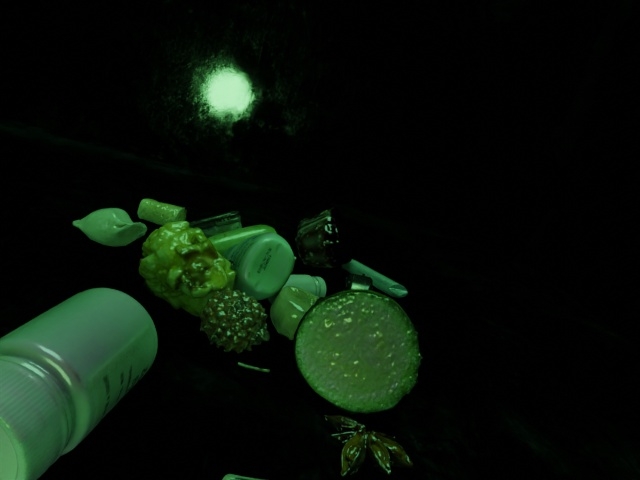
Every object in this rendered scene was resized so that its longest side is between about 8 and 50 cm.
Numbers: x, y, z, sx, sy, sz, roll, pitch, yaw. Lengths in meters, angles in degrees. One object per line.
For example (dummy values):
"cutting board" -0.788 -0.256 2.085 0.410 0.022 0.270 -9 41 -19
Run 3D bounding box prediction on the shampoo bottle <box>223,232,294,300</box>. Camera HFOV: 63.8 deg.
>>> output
"shampoo bottle" -0.217 0.080 1.639 0.151 0.222 0.349 30 -13 -21

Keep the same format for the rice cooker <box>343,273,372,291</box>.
"rice cooker" 0.135 0.182 1.863 0.106 0.112 0.165 9 16 -3

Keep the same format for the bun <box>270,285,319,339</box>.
"bun" -0.054 0.228 1.507 0.193 0.128 0.178 26 15 -9

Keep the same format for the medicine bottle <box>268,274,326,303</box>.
"medicine bottle" -0.080 0.165 1.720 0.186 0.103 0.102 4 20 -38

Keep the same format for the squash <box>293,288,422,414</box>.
"squash" 0.118 0.239 1.334 0.310 0.310 0.309 20 14 10

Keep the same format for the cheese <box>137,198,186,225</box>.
"cheese" -0.644 -0.112 2.093 0.167 0.094 0.123 18 18 5

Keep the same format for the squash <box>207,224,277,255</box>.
"squash" -0.331 0.024 1.867 0.370 0.118 0.118 -15 29 -22

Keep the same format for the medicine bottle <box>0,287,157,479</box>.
"medicine bottle" -0.458 0.242 0.882 0.219 0.219 0.388 17 16 2

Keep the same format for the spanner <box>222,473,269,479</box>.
"spanner" -0.017 0.468 0.890 0.324 0.040 0.096 13 16 -6

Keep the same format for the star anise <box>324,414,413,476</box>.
"star anise" 0.095 0.439 1.076 0.212 0.054 0.157 20 16 6

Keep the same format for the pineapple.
"pineapple" -0.213 0.216 1.335 0.193 0.166 0.166 22 17 21

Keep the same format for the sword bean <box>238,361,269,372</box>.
"sword bean" -0.167 0.319 1.289 0.083 0.012 0.012 15 16 -7

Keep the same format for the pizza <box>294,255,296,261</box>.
"pizza" -0.160 0.120 1.851 0.188 0.081 0.204 -25 42 -32

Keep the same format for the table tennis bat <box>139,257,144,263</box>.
"table tennis bat" -0.521 0.096 1.673 0.154 0.019 0.098 23 17 12

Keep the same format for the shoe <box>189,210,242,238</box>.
"shoe" -0.430 -0.010 1.956 0.292 0.149 0.109 -16 12 3

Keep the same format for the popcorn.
"popcorn" -0.372 0.078 1.452 0.286 0.252 0.215 44 48 -7

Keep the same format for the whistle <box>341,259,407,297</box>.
"whistle" 0.219 0.155 2.125 0.312 0.062 0.062 28 20 35

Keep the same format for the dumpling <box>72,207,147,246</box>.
"dumpling" -0.718 -0.040 1.783 0.252 0.132 0.179 -2 -7 9

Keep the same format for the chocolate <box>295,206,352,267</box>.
"chocolate" 0.000 0.000 2.147 0.210 0.225 0.340 -17 19 10
